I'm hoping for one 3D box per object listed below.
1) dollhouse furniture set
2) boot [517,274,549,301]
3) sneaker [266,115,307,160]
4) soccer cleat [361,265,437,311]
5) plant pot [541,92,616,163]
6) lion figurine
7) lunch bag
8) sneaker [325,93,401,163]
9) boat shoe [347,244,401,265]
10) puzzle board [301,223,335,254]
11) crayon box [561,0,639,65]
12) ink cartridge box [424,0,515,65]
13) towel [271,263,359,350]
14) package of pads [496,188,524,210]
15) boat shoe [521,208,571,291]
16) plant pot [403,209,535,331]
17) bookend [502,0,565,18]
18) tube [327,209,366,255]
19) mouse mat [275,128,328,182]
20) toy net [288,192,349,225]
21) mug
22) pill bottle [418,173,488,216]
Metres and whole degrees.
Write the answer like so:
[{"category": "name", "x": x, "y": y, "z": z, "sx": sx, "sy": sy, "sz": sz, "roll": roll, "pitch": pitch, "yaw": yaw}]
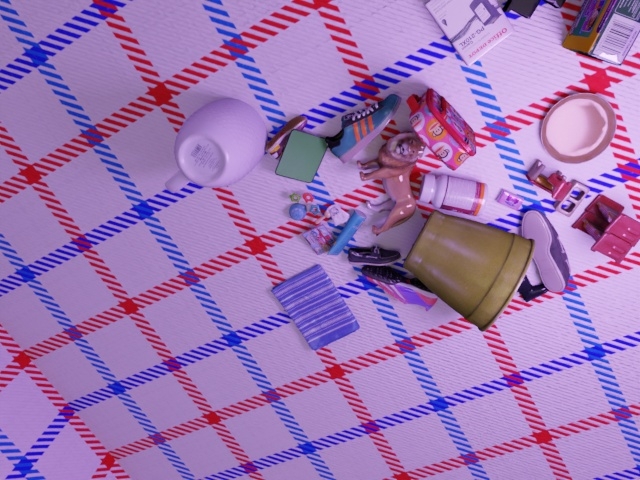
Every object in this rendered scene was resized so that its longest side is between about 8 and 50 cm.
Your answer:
[{"category": "dollhouse furniture set", "x": 0.868, "y": -0.101, "z": 1.825, "sx": 0.374, "sy": 0.201, "sz": 0.152, "roll": 27, "pitch": 115, "yaw": -5}, {"category": "boot", "x": 0.795, "y": 0.170, "z": 2.043, "sx": 0.121, "sy": 0.045, "sz": 0.099, "roll": -35, "pitch": 102, "yaw": 21}, {"category": "sneaker", "x": -0.105, "y": -0.364, "z": 1.928, "sx": 0.185, "sy": 0.070, "sz": 0.084, "roll": -37, "pitch": 127, "yaw": 17}, {"category": "soccer cleat", "x": 0.300, "y": 0.185, "z": 2.088, "sx": 0.318, "sy": 0.109, "sz": 0.116, "roll": 17, "pitch": 119, "yaw": -2}, {"category": "plant pot", "x": 0.855, "y": -0.373, "z": 1.800, "sx": 0.236, "sy": 0.032, "sz": 0.236, "roll": 3, "pitch": 115, "yaw": 6}, {"category": "lion figurine", "x": 0.270, "y": -0.196, "z": 1.923, "sx": 0.240, "sy": 0.142, "sz": 0.392, "roll": -12, "pitch": 126, "yaw": 5}, {"category": "lunch bag", "x": 0.376, "y": -0.372, "z": 1.728, "sx": 0.258, "sy": 0.293, "sz": 0.120, "roll": 43, "pitch": 117, "yaw": -12}, {"category": "sneaker", "x": 0.140, "y": -0.402, "z": 1.846, "sx": 0.121, "sy": 0.108, "sz": 0.302, "roll": 40, "pitch": 114, "yaw": -15}, {"category": "boat shoe", "x": 0.203, "y": 0.052, "z": 2.057, "sx": 0.206, "sy": 0.075, "sz": 0.065, "roll": -3, "pitch": 116, "yaw": 15}, {"category": "puzzle board", "x": 0.000, "y": 0.000, "z": 2.074, "sx": 0.096, "sy": 0.011, "sz": 0.128, "roll": -25, "pitch": 128, "yaw": 17}, {"category": "crayon box", "x": 0.841, "y": -0.693, "z": 1.505, "sx": 0.106, "sy": 0.313, "sz": 0.363, "roll": 22, "pitch": 115, "yaw": 2}, {"category": "ink cartridge box", "x": 0.462, "y": -0.692, "z": 1.677, "sx": 0.172, "sy": 0.100, "sz": 0.237, "roll": -36, "pitch": 104, "yaw": 21}, {"category": "towel", "x": -0.019, "y": 0.281, "z": 2.210, "sx": 0.243, "sy": 0.040, "sz": 0.336, "roll": -28, "pitch": 107, "yaw": 18}, {"category": "package of pads", "x": 0.676, "y": -0.145, "z": 1.925, "sx": 0.083, "sy": 0.032, "sz": 0.050, "roll": 23, "pitch": 116, "yaw": -3}, {"category": "boat shoe", "x": 0.822, "y": 0.026, "z": 1.961, "sx": 0.112, "sy": 0.095, "sz": 0.335, "roll": -6, "pitch": 114, "yaw": 50}, {"category": "plant pot", "x": 0.494, "y": 0.075, "z": 1.901, "sx": 0.352, "sy": 0.366, "sz": 0.367, "roll": 28, "pitch": 115, "yaw": 8}, {"category": "bookend", "x": 0.668, "y": -0.737, "z": 1.643, "sx": 0.157, "sy": 0.072, "sz": 0.156, "roll": 26, "pitch": 116, "yaw": -4}, {"category": "tube", "x": 0.099, "y": -0.021, "z": 2.047, "sx": 0.052, "sy": 0.080, "sz": 0.207, "roll": 49, "pitch": 116, "yaw": 33}, {"category": "mouse mat", "x": -0.066, "y": -0.300, "z": 1.939, "sx": 0.152, "sy": 0.007, "sz": 0.190, "roll": 13, "pitch": 123, "yaw": -23}, {"category": "toy net", "x": -0.005, "y": -0.121, "z": 2.029, "sx": 0.232, "sy": 0.045, "sz": 0.122, "roll": 6, "pitch": 112, "yaw": 4}, {"category": "mug", "x": -0.384, "y": -0.291, "z": 1.848, "sx": 0.374, "sy": 0.328, "sz": 0.276, "roll": -36, "pitch": 104, "yaw": 21}, {"category": "pill bottle", "x": 0.464, "y": -0.164, "z": 1.898, "sx": 0.221, "sy": 0.121, "sz": 0.121, "roll": 12, "pitch": 115, "yaw": 3}]
